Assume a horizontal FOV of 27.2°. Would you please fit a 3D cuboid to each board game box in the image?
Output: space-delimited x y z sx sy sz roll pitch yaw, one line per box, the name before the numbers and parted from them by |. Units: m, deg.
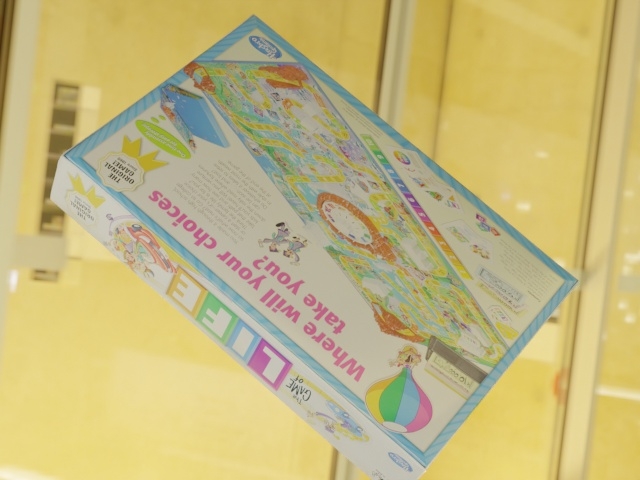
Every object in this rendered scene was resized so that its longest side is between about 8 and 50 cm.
board game box | 0.000 0.000 0.453 0.154 0.026 0.103 41 -128 9
